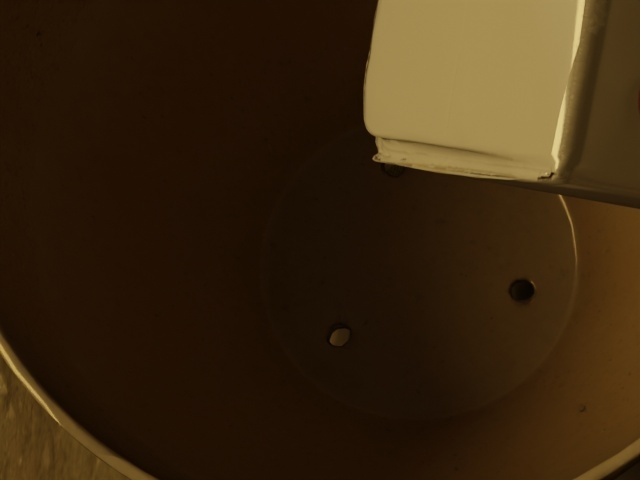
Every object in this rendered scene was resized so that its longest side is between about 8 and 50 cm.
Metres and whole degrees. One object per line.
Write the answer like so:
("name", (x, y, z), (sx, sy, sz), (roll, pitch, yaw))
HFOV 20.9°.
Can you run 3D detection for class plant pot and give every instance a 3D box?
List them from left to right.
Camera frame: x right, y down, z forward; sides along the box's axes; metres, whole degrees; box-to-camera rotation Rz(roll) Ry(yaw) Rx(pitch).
("plant pot", (0.027, -0.018, 0.641), (0.191, 0.284, 0.284), (67, -159, -71))

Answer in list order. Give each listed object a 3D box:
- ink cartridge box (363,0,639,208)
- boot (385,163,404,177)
("ink cartridge box", (0.134, -0.079, 0.442), (0.092, 0.218, 0.158), (15, 96, 64))
("boot", (0.000, 0.000, 0.834), (0.165, 0.213, 0.077), (-36, 5, 9))
